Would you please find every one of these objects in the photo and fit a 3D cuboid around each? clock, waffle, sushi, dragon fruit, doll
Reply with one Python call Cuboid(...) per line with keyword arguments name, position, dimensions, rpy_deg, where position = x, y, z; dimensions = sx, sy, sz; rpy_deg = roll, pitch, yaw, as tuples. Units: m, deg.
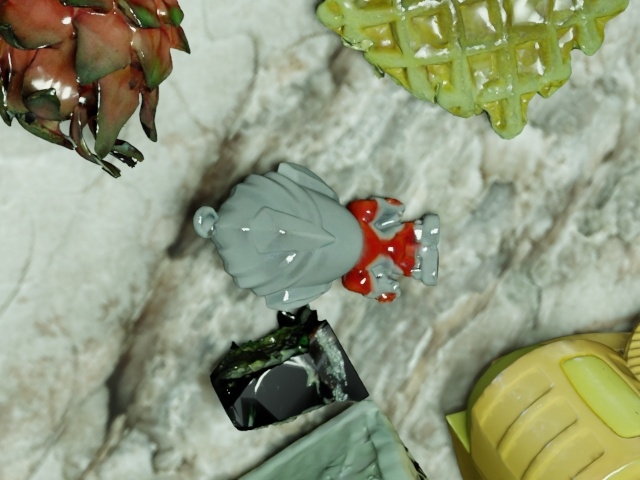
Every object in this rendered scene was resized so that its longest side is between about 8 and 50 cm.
Cuboid(name="clock", position=(0.266, 0.143, 1.035), dimensions=(0.317, 0.244, 0.200), rpy_deg=(-18, 127, -12))
Cuboid(name="waffle", position=(0.097, -0.186, 1.006), dimensions=(0.214, 0.054, 0.208), rpy_deg=(30, 91, -19))
Cuboid(name="sushi", position=(-0.025, 0.085, 1.029), dimensions=(0.083, 0.085, 0.056), rpy_deg=(-31, 106, -4))
Cuboid(name="dragon fruit", position=(-0.134, -0.119, 0.937), dimensions=(0.130, 0.121, 0.142), rpy_deg=(31, 64, -8))
Cuboid(name="doll", position=(0.000, 0.000, 1.024), dimensions=(0.180, 0.079, 0.094), rpy_deg=(6, 87, -26))

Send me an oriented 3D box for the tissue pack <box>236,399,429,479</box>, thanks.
Cuboid(name="tissue pack", position=(0.012, 0.364, 1.041), dimensions=(0.331, 0.205, 0.405), rpy_deg=(-33, 109, 1))
